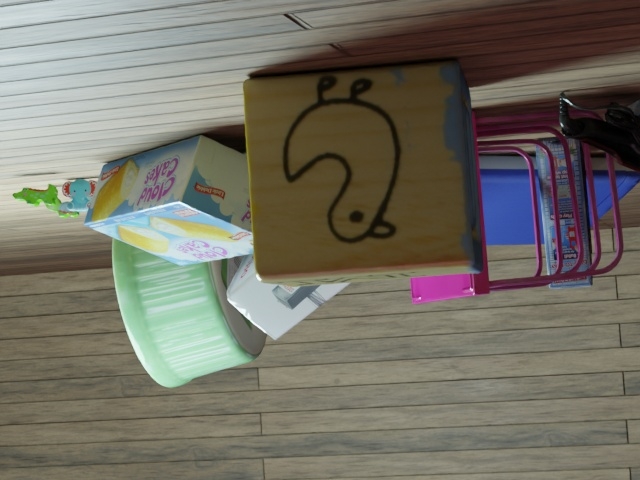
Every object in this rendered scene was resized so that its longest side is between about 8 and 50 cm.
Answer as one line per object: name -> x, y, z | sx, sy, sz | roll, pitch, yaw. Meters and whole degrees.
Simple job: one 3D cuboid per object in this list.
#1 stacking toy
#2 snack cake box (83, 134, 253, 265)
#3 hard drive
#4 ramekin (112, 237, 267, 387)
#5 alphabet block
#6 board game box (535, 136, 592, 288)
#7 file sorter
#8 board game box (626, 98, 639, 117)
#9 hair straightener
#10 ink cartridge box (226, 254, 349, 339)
stacking toy -> -0.291, -0.066, 2.008 | 0.221, 0.052, 0.167 | -2, 175, 4
snack cake box -> -0.158, -0.043, 1.782 | 0.152, 0.089, 0.264 | 25, 161, -28
hard drive -> 0.282, -0.055, 2.137 | 0.319, 0.040, 0.210 | -1, 152, -26
ramekin -> -0.191, 0.065, 2.258 | 0.148, 0.303, 0.303 | -12, 174, 14
alphabet block -> 0.045, -0.057, 1.376 | 0.197, 0.192, 0.193 | -5, 174, 9
board game box -> 0.330, -0.032, 1.961 | 0.060, 0.194, 0.194 | -4, 176, 12
file sorter -> 0.220, -0.037, 1.742 | 0.182, 0.202, 0.291 | -4, 176, -10
board game box -> 0.389, -0.145, 1.610 | 0.090, 0.020, 0.090 | -2, 176, -5
hair straightener -> 0.336, -0.125, 1.576 | 0.089, 0.047, 0.230 | -28, 147, 35
ink cartridge box -> 0.000, 0.000, 1.782 | 0.218, 0.092, 0.158 | -37, -163, 35
